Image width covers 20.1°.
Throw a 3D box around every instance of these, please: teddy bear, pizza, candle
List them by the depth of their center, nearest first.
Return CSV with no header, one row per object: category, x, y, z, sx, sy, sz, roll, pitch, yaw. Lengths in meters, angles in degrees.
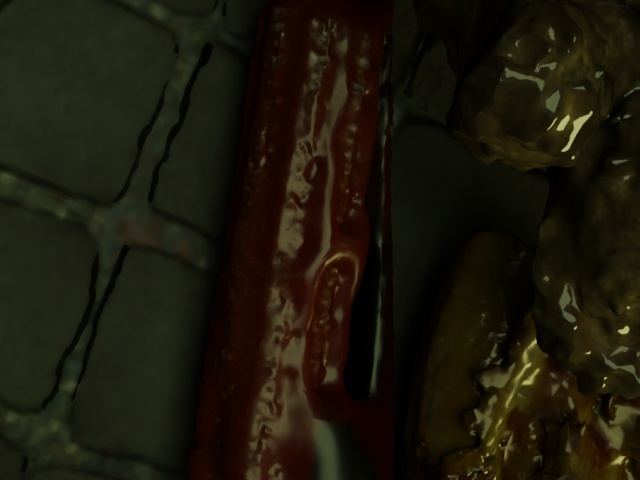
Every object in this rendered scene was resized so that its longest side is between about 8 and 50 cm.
teddy bear,0.126,-0.102,0.571,0.222,0.296,0.246,41,52,12
candle,0.000,0.000,0.666,0.084,0.059,0.302,4,95,-27
pizza,0.110,0.137,0.706,0.161,0.085,0.305,-21,103,-19
